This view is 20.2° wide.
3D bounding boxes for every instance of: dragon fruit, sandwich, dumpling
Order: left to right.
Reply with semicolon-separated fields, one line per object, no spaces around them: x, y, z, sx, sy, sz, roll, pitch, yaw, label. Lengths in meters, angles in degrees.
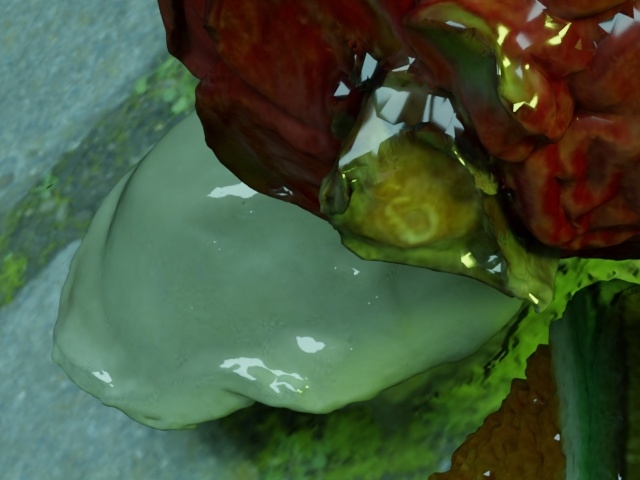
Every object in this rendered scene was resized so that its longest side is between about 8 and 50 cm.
0.000;0.000;0.764;0.250;0.132;0.162;-26;39;-4;dumpling
0.073;-0.131;0.623;0.277;0.277;0.342;-14;48;25;dragon fruit
0.090;0.121;0.650;0.160;0.109;0.185;-21;51;46;sandwich
